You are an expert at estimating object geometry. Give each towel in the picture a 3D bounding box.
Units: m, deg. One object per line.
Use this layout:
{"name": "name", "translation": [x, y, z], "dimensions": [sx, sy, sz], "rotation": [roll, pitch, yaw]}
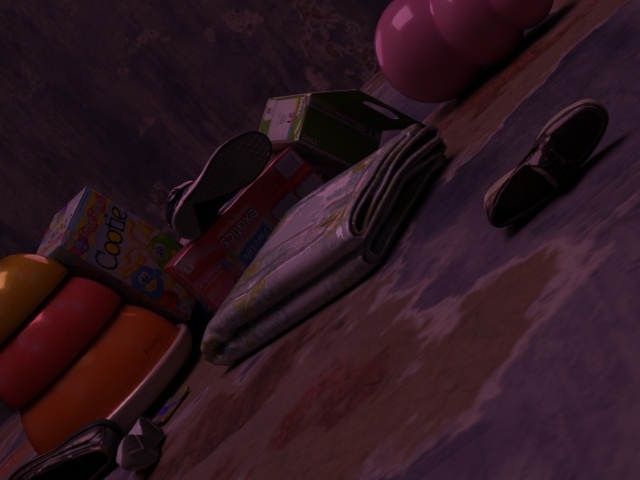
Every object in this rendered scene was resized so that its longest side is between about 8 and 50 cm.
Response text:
{"name": "towel", "translation": [-0.236, 0.262, 1.600], "dimensions": [0.060, 0.009, 0.083], "rotation": [-37, 12, 43]}
{"name": "towel", "translation": [0.000, 0.000, 1.500], "dimensions": [0.374, 0.090, 0.320], "rotation": [-37, 11, 42]}

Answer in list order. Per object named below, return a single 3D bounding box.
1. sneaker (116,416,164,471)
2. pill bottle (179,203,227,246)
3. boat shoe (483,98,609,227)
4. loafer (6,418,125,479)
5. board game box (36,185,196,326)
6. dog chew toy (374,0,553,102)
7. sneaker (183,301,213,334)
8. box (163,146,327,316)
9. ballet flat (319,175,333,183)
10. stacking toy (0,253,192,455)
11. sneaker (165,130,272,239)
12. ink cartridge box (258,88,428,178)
{"name": "sneaker", "translation": [-0.254, 0.294, 1.427], "dimensions": [0.061, 0.054, 0.152], "rotation": [-53, 2, 5]}
{"name": "pill bottle", "translation": [-0.168, -0.007, 2.074], "dimensions": [0.152, 0.152, 0.272], "rotation": [-50, 11, -31]}
{"name": "boat shoe", "translation": [0.215, -0.066, 0.977], "dimensions": [0.152, 0.056, 0.049], "rotation": [-51, 11, 22]}
{"name": "loafer", "translation": [-0.421, 0.383, 1.620], "dimensions": [0.267, 0.096, 0.084], "rotation": [-41, 15, 7]}
{"name": "board game box", "translation": [-0.371, 0.048, 1.929], "dimensions": [0.144, 0.275, 0.142], "rotation": [-31, 34, 46]}
{"name": "dog chew toy", "translation": [0.254, -0.375, 1.780], "dimensions": [0.332, 0.206, 0.206], "rotation": [-27, 18, 36]}
{"name": "sneaker", "translation": [-0.253, 0.162, 2.004], "dimensions": [0.209, 0.069, 0.082], "rotation": [-19, 56, 53]}
{"name": "box", "translation": [-0.117, -0.007, 1.850], "dimensions": [0.300, 0.154, 0.142], "rotation": [-48, 9, -13]}
{"name": "ballet flat", "translation": [0.022, -0.112, 2.036], "dimensions": [0.068, 0.072, 0.213], "rotation": [15, 55, 47]}
{"name": "stacking toy", "translation": [-0.491, 0.137, 1.791], "dimensions": [0.350, 0.480, 0.350], "rotation": [-43, 9, 8]}
{"name": "sneaker", "translation": [-0.184, -0.101, 1.808], "dimensions": [0.226, 0.086, 0.163], "rotation": [-47, 12, -7]}
{"name": "ink cartridge box", "translation": [0.037, -0.188, 1.858], "dimensions": [0.255, 0.189, 0.097], "rotation": [3, 74, 52]}
